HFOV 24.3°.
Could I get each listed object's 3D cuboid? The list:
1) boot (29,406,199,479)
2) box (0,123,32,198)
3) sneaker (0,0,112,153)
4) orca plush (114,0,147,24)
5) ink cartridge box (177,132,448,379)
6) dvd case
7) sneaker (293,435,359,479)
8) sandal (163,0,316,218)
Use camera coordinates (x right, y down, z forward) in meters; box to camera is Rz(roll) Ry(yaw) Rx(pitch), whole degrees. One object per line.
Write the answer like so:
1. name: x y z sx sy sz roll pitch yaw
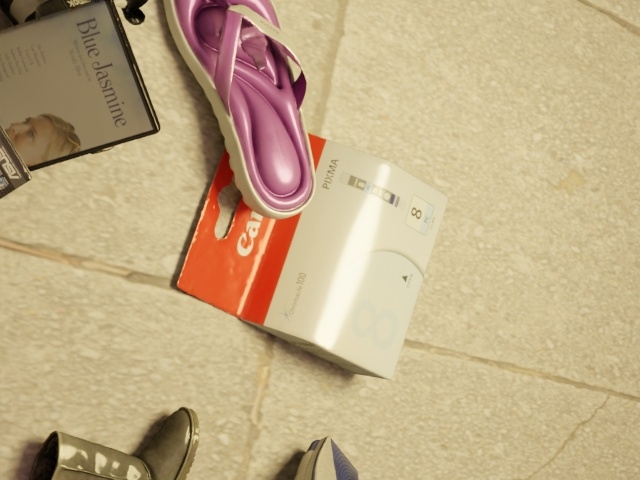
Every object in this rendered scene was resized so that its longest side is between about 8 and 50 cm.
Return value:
1. boot: -0.278 0.291 2.006 0.208 0.076 0.189 25 74 -31
2. box: -0.503 -0.131 1.756 0.216 0.060 0.270 -35 114 -15
3. sneaker: -0.316 -0.271 1.889 0.122 0.146 0.330 -29 109 -33
4. orca plush: -0.260 -0.368 1.873 0.287 0.102 0.151 14 44 -62
5. ink cartridge box: 0.000 0.000 2.201 0.385 0.091 0.308 29 74 -38
6. dvd case: -0.345 -0.181 1.834 0.253 0.022 0.180 -16 111 7
7. sneaker: -0.059 0.432 2.157 0.127 0.182 0.315 56 30 -29
8. sandal: -0.086 -0.235 2.083 0.169 0.102 0.416 -29 103 -32
